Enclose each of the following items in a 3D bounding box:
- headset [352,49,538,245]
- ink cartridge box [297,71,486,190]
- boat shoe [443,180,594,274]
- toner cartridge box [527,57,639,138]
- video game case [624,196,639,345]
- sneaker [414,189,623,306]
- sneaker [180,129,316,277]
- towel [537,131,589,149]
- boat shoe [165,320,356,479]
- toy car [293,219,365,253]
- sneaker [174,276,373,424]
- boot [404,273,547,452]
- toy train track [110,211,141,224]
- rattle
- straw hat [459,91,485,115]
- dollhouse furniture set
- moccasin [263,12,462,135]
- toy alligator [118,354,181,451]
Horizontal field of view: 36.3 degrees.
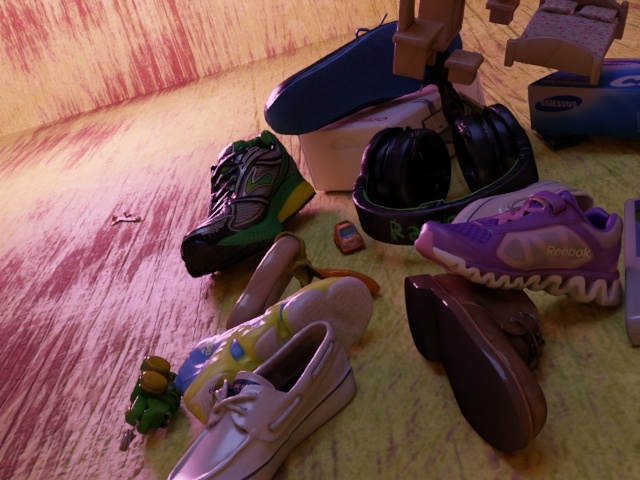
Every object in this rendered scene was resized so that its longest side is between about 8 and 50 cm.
[{"bbox_3d":[0.171,-0.133,1.354,0.243,0.185,0.394,-11,24,17],"label":"headset"},{"bbox_3d":[0.126,-0.186,1.637,0.198,0.115,0.273,1,27,43],"label":"ink cartridge box"},{"bbox_3d":[0.237,-0.021,1.151,0.226,0.083,0.075,-31,22,-34],"label":"boat shoe"},{"bbox_3d":[0.487,-0.203,1.391,0.165,0.075,0.347,-26,26,-37],"label":"toner cartridge box"},{"bbox_3d":[0.473,0.000,0.971,0.329,0.036,0.300,-10,21,21],"label":"video game case"},{"bbox_3d":[0.205,-0.004,0.964,0.236,0.105,0.095,8,14,-23],"label":"sneaker"},{"bbox_3d":[-0.127,-0.057,1.437,0.134,0.146,0.343,-26,14,25],"label":"sneaker"},{"bbox_3d":[0.376,-0.174,1.523,0.067,0.029,0.119,-13,20,3],"label":"towel"},{"bbox_3d":[-0.065,0.163,0.913,0.095,0.084,0.258,-2,25,37],"label":"boat shoe"},{"bbox_3d":[0.000,0.000,1.358,0.122,0.041,0.060,-14,20,9],"label":"toy car"},{"bbox_3d":[-0.060,0.105,1.055,0.240,0.091,0.126,-30,23,-30],"label":"sneaker"},{"bbox_3d":[0.163,0.091,0.899,0.115,0.112,0.305,-8,17,-5],"label":"boot"},{"bbox_3d":[-0.364,-0.044,1.823,0.083,0.014,0.048,3,28,44],"label":"toy train track"},{"bbox_3d":[-0.045,0.098,1.152,0.130,0.142,0.200,-43,11,50],"label":"rattle"},{"bbox_3d":[0.263,-0.179,1.575,0.061,0.144,0.144,-57,15,13],"label":"straw hat"},{"bbox_3d":[0.319,-0.334,1.383,0.355,0.174,0.303,15,37,19],"label":"dollhouse furniture set"},{"bbox_3d":[0.058,-0.278,1.571,0.342,0.138,0.117,-21,16,-11],"label":"moccasin"},{"bbox_3d":[-0.174,0.175,1.029,0.051,0.056,0.190,22,17,-10],"label":"toy alligator"}]
